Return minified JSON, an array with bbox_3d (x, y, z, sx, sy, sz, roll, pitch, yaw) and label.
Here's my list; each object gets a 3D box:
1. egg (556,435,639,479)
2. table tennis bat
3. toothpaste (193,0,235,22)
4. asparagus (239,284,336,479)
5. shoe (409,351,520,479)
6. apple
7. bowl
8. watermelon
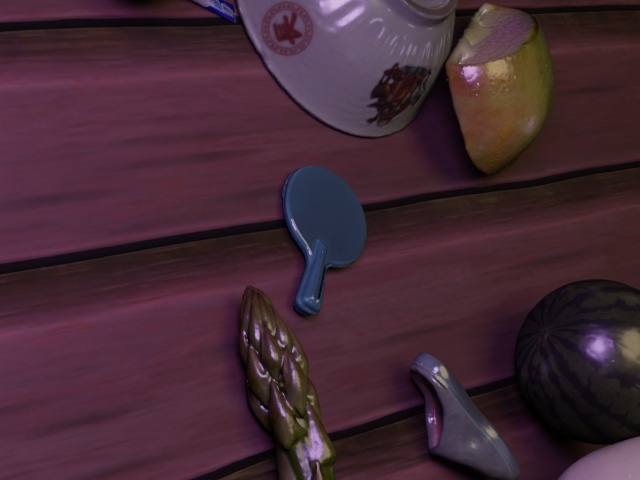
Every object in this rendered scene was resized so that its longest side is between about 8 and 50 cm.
[{"bbox_3d":[0.380,0.335,1.909,0.286,0.174,0.264,2,113,-58],"label":"egg"},{"bbox_3d":[0.000,0.000,1.811,0.124,0.033,0.201,33,48,-27],"label":"table tennis bat"},{"bbox_3d":[-0.128,-0.277,1.832,0.083,0.015,0.024,19,57,-44],"label":"toothpaste"},{"bbox_3d":[-0.034,0.181,1.660,0.080,0.080,0.287,-5,74,-45],"label":"asparagus"},{"bbox_3d":[0.153,0.220,1.838,0.078,0.079,0.195,-38,110,-11],"label":"shoe"},{"bbox_3d":[0.249,-0.194,2.056,0.265,0.120,0.193,-56,133,-59],"label":"apple"},{"bbox_3d":[0.067,-0.308,1.933,0.337,0.157,0.337,20,59,-37],"label":"bowl"},{"bbox_3d":[0.347,0.150,1.947,0.212,0.212,0.212,21,57,-36],"label":"watermelon"}]
